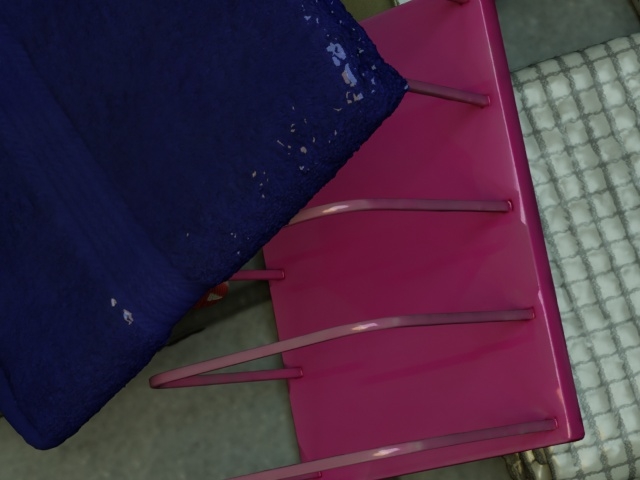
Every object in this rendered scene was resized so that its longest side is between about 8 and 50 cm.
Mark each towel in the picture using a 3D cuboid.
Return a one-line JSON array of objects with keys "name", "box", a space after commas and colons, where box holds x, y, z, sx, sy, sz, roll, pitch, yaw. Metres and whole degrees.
[{"name": "towel", "box": [-0.112, -0.060, 0.921, 0.308, 0.076, 0.227, -44, 71, 25]}, {"name": "towel", "box": [0.195, 0.015, 1.104, 0.235, 0.121, 0.283, -19, 79, -9]}]

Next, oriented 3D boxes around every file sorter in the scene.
[{"name": "file sorter", "box": [0.000, 0.000, 0.991, 0.182, 0.202, 0.290, 2, 75, -53]}]

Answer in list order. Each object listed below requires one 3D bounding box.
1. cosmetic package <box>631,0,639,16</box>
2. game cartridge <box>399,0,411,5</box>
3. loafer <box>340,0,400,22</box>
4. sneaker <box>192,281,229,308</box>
[{"name": "cosmetic package", "box": [0.295, -0.120, 1.161, 0.060, 0.099, 0.239, -24, 79, -13]}, {"name": "game cartridge", "box": [0.039, -0.298, 1.176, 0.285, 0.052, 0.323, 32, 84, 2]}, {"name": "loafer", "box": [0.022, -0.166, 1.109, 0.056, 0.050, 0.148, -21, 83, -6]}, {"name": "sneaker", "box": [-0.161, -0.038, 1.099, 0.221, 0.087, 0.128, 17, 64, -14]}]
